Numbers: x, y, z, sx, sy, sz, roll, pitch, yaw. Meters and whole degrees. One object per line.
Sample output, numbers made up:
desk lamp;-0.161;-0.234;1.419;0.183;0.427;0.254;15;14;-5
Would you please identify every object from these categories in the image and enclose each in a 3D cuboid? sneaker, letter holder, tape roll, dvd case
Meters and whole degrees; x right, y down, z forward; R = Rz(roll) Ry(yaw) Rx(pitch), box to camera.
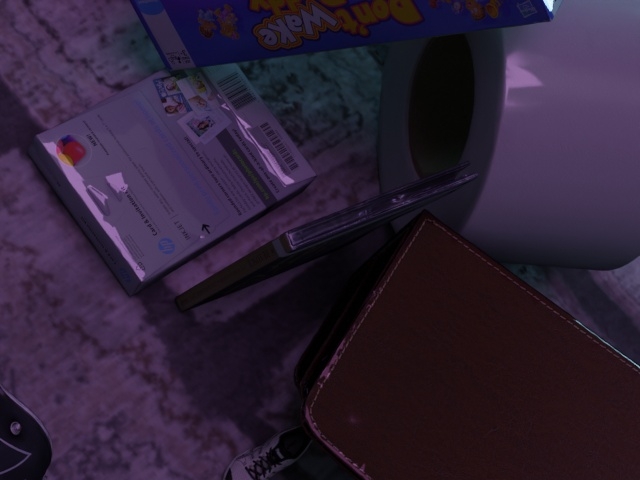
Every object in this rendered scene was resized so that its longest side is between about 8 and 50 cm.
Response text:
sneaker;-0.040;0.167;1.344;0.083;0.037;0.032;-38;88;-29
letter holder;0.124;0.165;1.350;0.302;0.152;0.214;35;62;-5
tape roll;0.169;-0.101;1.423;0.169;0.246;0.246;5;67;-20
dvd case;0.000;0.000;1.324;0.164;0.221;0.018;-21;86;-28

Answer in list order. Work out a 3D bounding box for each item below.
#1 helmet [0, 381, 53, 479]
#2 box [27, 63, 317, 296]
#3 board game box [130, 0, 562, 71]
helmet;-0.273;0.133;1.192;0.169;0.169;0.161;-7;56;-25
box;-0.116;-0.061;1.408;0.186;0.038;0.145;-33;83;-31
board game box;0.050;-0.247;1.369;0.233;0.347;0.078;-58;132;-39
